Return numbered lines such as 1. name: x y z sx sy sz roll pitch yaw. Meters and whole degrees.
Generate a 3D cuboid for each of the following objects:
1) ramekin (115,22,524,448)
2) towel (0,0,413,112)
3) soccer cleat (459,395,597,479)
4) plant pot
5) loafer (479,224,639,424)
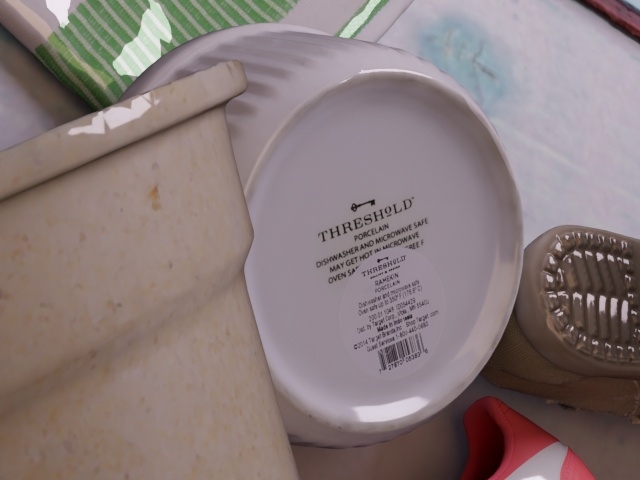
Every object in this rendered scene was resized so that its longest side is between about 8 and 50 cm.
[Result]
1. ramekin: 0.000 0.000 0.705 0.207 0.109 0.207 -4 98 -36
2. towel: -0.093 -0.204 0.764 0.325 0.038 0.248 45 65 -14
3. soccer cleat: 0.028 0.207 0.721 0.318 0.108 0.116 -40 89 -30
4. plant pot: -0.121 0.140 0.529 0.334 0.334 0.305 -27 98 -29
5. loafer: 0.176 0.051 0.832 0.269 0.092 0.101 19 66 -40
